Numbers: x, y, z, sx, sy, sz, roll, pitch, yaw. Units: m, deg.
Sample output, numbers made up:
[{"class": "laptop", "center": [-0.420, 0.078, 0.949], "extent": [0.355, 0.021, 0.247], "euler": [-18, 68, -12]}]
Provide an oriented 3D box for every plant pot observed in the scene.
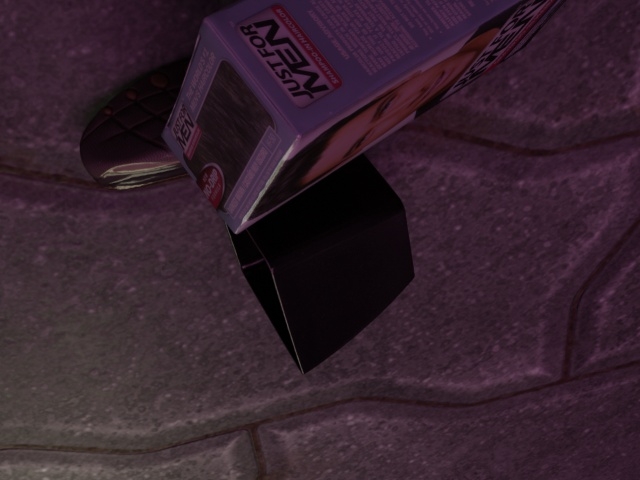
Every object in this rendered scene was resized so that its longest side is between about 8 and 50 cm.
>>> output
[{"class": "plant pot", "center": [0.000, 0.000, 1.113], "extent": [0.167, 0.187, 0.188], "euler": [-24, 137, -11]}]

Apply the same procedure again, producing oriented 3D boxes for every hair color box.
[{"class": "hair color box", "center": [0.061, -0.171, 0.832], "extent": [0.374, 0.114, 0.185], "euler": [-34, 173, -27]}]

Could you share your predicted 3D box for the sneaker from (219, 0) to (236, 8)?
[{"class": "sneaker", "center": [0.028, -0.276, 0.900], "extent": [0.102, 0.161, 0.282], "euler": [53, 140, -7]}]

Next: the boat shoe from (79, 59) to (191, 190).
[{"class": "boat shoe", "center": [-0.060, -0.113, 1.008], "extent": [0.355, 0.132, 0.130], "euler": [-18, 137, 0]}]
